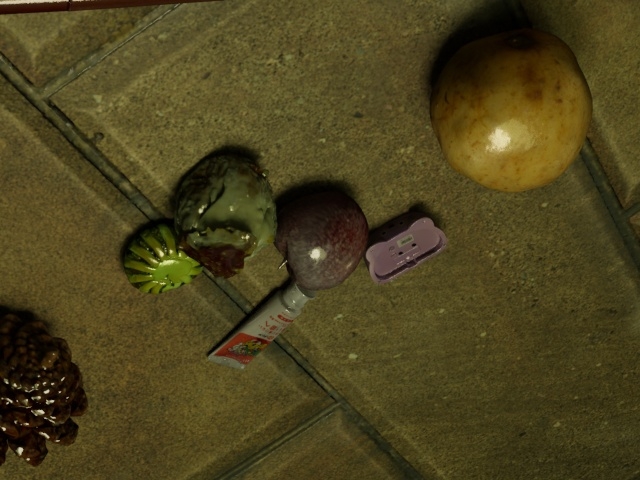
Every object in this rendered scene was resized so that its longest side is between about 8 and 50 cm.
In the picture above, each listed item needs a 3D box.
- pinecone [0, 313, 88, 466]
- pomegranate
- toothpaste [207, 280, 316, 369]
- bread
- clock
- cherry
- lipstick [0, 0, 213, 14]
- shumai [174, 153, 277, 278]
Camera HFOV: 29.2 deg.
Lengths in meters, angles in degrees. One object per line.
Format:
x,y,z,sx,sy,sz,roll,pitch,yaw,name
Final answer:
-0.518,0.260,1.991,0.309,0.244,0.244,-26,140,26,pinecone
0.303,-0.203,1.957,0.260,0.260,0.260,-14,135,-14,pomegranate
-0.103,0.155,2.230,0.089,0.057,0.234,22,126,-40,toothpaste
-0.253,0.033,2.024,0.139,0.071,0.130,0,126,-26,bread
0.143,0.003,2.204,0.152,0.050,0.110,-30,137,1,clock
0.003,0.002,2.069,0.176,0.140,0.176,-10,118,-19,cherry
-0.296,-0.340,1.662,0.356,0.057,0.057,-9,133,-20,lipstick
-0.146,-0.035,1.939,0.184,0.142,0.184,-5,120,-9,shumai
